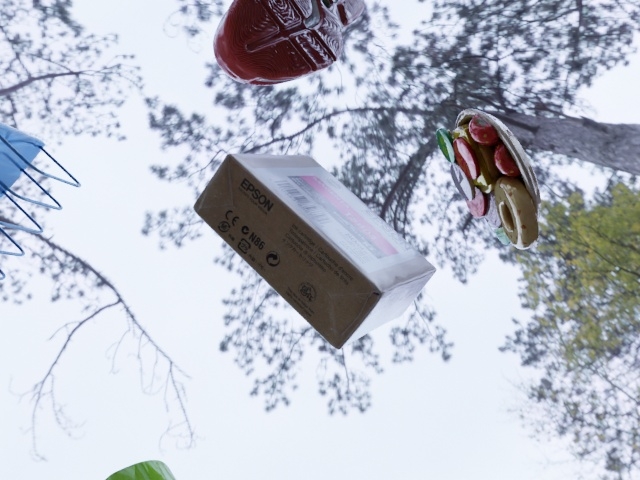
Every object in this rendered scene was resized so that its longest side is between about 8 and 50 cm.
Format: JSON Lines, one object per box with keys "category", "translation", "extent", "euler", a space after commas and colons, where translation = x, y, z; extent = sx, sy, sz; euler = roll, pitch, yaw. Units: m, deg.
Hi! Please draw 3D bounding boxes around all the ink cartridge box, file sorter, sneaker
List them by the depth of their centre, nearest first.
{"category": "sneaker", "translation": [-0.048, -0.160, 0.588], "extent": [0.128, 0.221, 0.087], "euler": [-29, -77, 36]}
{"category": "ink cartridge box", "translation": [0.000, 0.000, 0.813], "extent": [0.235, 0.193, 0.088], "euler": [42, -67, 16]}
{"category": "file sorter", "translation": [-0.404, -0.046, 0.870], "extent": [0.104, 0.118, 0.170], "euler": [40, -88, 13]}

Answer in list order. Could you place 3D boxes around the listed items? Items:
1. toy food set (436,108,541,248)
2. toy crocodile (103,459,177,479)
{"category": "toy food set", "translation": [0.096, -0.035, 0.396], "extent": [0.020, 0.082, 0.083], "euler": [-27, -81, -7]}
{"category": "toy crocodile", "translation": [-0.211, 0.392, 0.807], "extent": [0.105, 0.115, 0.340], "euler": [-20, -55, -34]}
